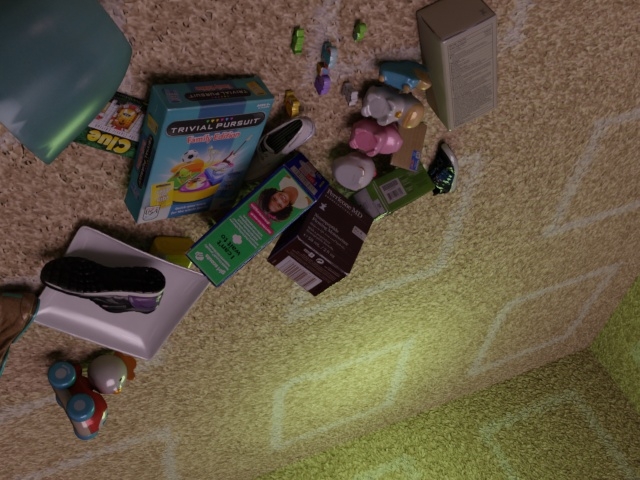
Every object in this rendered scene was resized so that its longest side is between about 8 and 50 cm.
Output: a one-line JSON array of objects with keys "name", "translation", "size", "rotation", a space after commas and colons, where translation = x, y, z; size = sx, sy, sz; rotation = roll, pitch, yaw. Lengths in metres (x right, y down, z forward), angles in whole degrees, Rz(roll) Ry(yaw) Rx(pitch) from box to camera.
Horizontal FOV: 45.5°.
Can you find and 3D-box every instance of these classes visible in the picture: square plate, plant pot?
[{"name": "square plate", "translation": [-0.503, 0.135, 1.906], "size": [0.344, 0.049, 0.347], "rotation": [25, 121, -25]}, {"name": "plant pot", "translation": [-0.454, -0.309, 1.240], "size": [0.235, 0.293, 0.293], "rotation": [-41, 147, -6]}]

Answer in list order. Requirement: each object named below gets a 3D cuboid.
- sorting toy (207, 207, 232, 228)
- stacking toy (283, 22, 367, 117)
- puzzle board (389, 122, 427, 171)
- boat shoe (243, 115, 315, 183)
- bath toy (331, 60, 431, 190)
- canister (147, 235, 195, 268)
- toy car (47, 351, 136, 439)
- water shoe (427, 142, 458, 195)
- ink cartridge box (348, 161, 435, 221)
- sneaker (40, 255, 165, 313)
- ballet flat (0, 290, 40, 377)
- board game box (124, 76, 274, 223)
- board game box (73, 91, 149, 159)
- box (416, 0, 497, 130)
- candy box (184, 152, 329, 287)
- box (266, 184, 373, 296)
[{"name": "sorting toy", "translation": [-0.260, -0.060, 1.947], "size": [0.083, 0.012, 0.062], "rotation": [-34, 151, 0]}, {"name": "stacking toy", "translation": [0.012, -0.378, 1.693], "size": [0.167, 0.052, 0.221], "rotation": [-14, 143, -22]}, {"name": "puzzle board", "translation": [0.229, -0.251, 1.987], "size": [0.096, 0.011, 0.128], "rotation": [12, 91, -37]}, {"name": "boat shoe", "translation": [-0.117, -0.218, 1.766], "size": [0.226, 0.083, 0.076], "rotation": [-39, 165, 15]}, {"name": "bath toy", "translation": [0.148, -0.274, 1.877], "size": [0.151, 0.129, 0.348], "rotation": [28, 126, -1]}, {"name": "canister", "translation": [-0.399, 0.071, 1.963], "size": [0.126, 0.073, 0.170], "rotation": [4, 133, -38]}, {"name": "toy car", "translation": [-0.619, 0.412, 2.158], "size": [0.238, 0.210, 0.219], "rotation": [-29, 159, -24]}, {"name": "water shoe", "translation": [0.345, -0.192, 2.171], "size": [0.080, 0.073, 0.203], "rotation": [-24, 146, -4]}, {"name": "ink cartridge box", "translation": [0.158, -0.108, 2.090], "size": [0.189, 0.097, 0.255], "rotation": [-28, 179, -35]}, {"name": "sneaker", "translation": [-0.518, 0.126, 1.802], "size": [0.283, 0.107, 0.124], "rotation": [10, 133, -16]}, {"name": "ballet flat", "translation": [-0.806, 0.243, 1.871], "size": [0.124, 0.116, 0.342], "rotation": [22, 124, -26]}, {"name": "board game box", "translation": [-0.269, -0.193, 1.665], "size": [0.254, 0.079, 0.336], "rotation": [-14, 147, -35]}, {"name": "board game box", "translation": [-0.422, -0.241, 1.572], "size": [0.260, 0.030, 0.136], "rotation": [13, 130, -46]}, {"name": "box", "translation": [0.329, -0.422, 1.806], "size": [0.148, 0.121, 0.311], "rotation": [-26, 147, -5]}, {"name": "candy box", "translation": [-0.143, -0.055, 1.819], "size": [0.317, 0.122, 0.268], "rotation": [-42, -176, 13]}, {"name": "box", "translation": [0.000, 0.000, 1.966], "size": [0.168, 0.203, 0.167], "rotation": [37, 142, -13]}]
